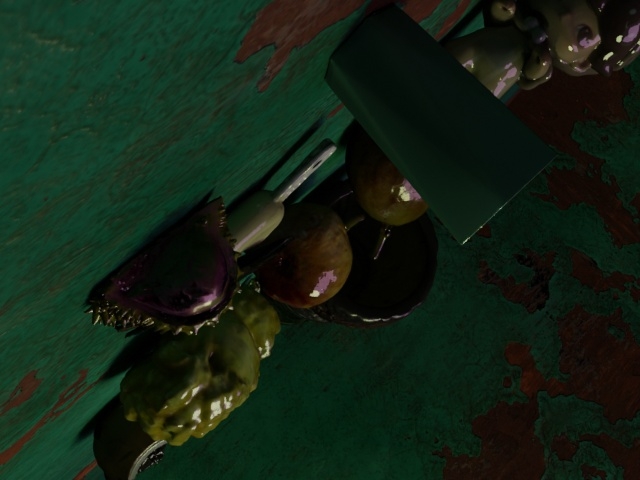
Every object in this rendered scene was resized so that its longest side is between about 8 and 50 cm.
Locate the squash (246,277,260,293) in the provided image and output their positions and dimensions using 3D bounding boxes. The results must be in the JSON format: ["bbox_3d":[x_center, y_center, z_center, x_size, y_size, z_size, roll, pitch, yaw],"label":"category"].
[{"bbox_3d":[-0.161,0.147,1.743,0.094,0.094,0.224,-40,164,-39],"label":"squash"}]

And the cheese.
[{"bbox_3d":[-0.069,-0.044,1.093,0.235,0.050,0.127,-45,174,9],"label":"cheese"}]

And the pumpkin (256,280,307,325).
[{"bbox_3d":[-0.036,0.091,1.796,0.211,0.152,0.211,-31,166,-9],"label":"pumpkin"}]

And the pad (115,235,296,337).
[{"bbox_3d":[-0.147,0.058,1.140,0.174,0.022,0.233,-23,-173,29],"label":"pad"}]

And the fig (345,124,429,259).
[{"bbox_3d":[0.111,-0.077,1.340,0.170,0.145,0.274,-45,152,-43],"label":"fig"}]

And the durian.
[{"bbox_3d":[-0.153,0.058,0.940,0.186,0.108,0.119,-42,174,-24],"label":"durian"}]

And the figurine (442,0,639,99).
[{"bbox_3d":[0.356,-0.326,1.312,0.380,0.248,0.203,-31,179,-3],"label":"figurine"}]

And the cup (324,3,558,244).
[{"bbox_3d":[0.119,-0.127,0.894,0.134,0.236,0.148,-38,174,-47],"label":"cup"}]

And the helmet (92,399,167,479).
[{"bbox_3d":[-0.349,0.359,1.624,0.198,0.130,0.224,-39,-177,-13],"label":"helmet"}]

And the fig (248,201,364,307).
[{"bbox_3d":[0.000,0.000,1.347,0.159,0.159,0.257,-49,169,36],"label":"fig"}]

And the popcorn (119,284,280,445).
[{"bbox_3d":[-0.205,0.204,1.386,0.225,0.174,0.286,-29,-164,41],"label":"popcorn"}]

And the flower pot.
[{"bbox_3d":[0.044,0.040,1.576,0.266,0.266,0.267,-42,-175,-25],"label":"flower pot"}]
